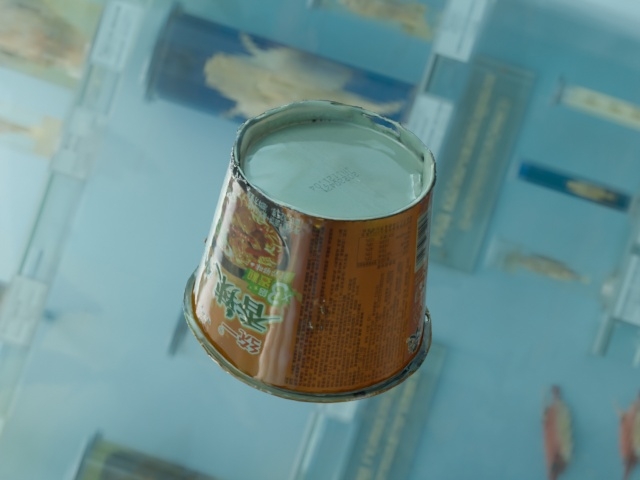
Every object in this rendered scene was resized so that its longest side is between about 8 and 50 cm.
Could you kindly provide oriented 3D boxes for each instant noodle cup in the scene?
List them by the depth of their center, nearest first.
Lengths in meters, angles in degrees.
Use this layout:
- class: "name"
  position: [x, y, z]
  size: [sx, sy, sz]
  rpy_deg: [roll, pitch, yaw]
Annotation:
- class: "instant noodle cup"
  position: [0.000, 0.000, 1.294]
  size: [0.230, 0.230, 0.182]
  rpy_deg: [-67, -10, -50]
